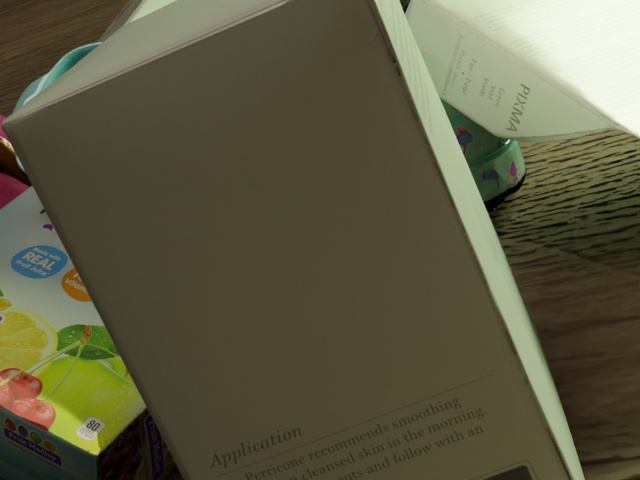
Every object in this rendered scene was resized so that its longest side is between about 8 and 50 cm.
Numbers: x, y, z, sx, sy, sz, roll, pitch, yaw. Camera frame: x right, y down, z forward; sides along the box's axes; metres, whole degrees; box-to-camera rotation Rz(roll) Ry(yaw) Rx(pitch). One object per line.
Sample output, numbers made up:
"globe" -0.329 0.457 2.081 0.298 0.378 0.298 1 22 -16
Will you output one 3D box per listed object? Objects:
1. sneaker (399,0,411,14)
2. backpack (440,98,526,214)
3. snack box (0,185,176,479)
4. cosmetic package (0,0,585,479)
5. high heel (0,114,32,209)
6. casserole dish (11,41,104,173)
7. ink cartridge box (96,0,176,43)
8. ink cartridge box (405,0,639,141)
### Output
"sneaker" 0.066 -0.112 0.949 0.283 0.122 0.110 -25 41 61
"backpack" 0.034 -0.056 0.816 0.182 0.115 0.152 -5 26 34
"snack box" -0.123 0.042 0.730 0.175 0.070 0.207 22 43 24
"cosmetic package" 0.000 0.000 0.548 0.138 0.224 0.224 -21 15 9
"high heel" -0.231 -0.041 0.992 0.181 0.127 0.377 -45 29 20
"casserole dish" -0.085 -0.060 0.752 0.188 0.037 0.114 7 54 12
"ink cartridge box" -0.221 -0.159 1.328 0.239 0.060 0.275 -55 15 -6
"ink cartridge box" 0.181 -0.084 0.708 0.181 0.056 0.225 -23 51 -36
